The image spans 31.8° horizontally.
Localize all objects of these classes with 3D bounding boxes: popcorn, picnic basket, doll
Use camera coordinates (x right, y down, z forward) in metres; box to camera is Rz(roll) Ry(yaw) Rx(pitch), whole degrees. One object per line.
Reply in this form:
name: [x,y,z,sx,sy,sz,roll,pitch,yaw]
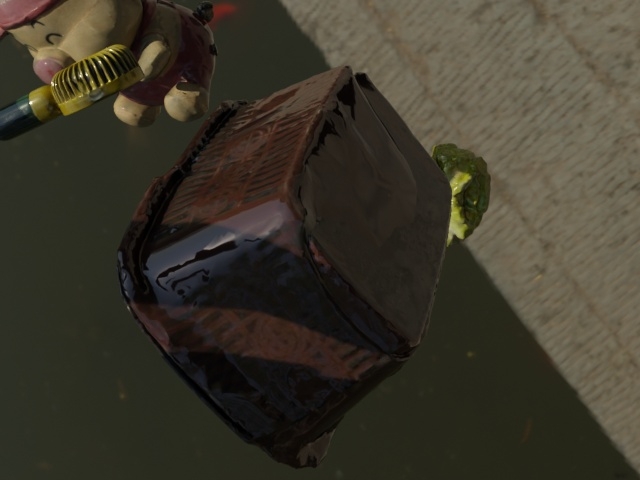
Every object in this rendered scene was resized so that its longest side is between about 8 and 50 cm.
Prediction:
popcorn: [0.173,-0.064,1.561,0.126,0.125,0.145,15,135,12]
picnic basket: [0.000,0.000,0.803,0.129,0.297,0.222,-30,110,29]
doll: [-0.235,-0.220,1.184,0.196,0.152,0.256,-31,131,32]

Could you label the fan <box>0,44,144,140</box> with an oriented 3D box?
fan: [-0.236,-0.133,1.022,0.155,0.082,0.039,-24,104,12]
